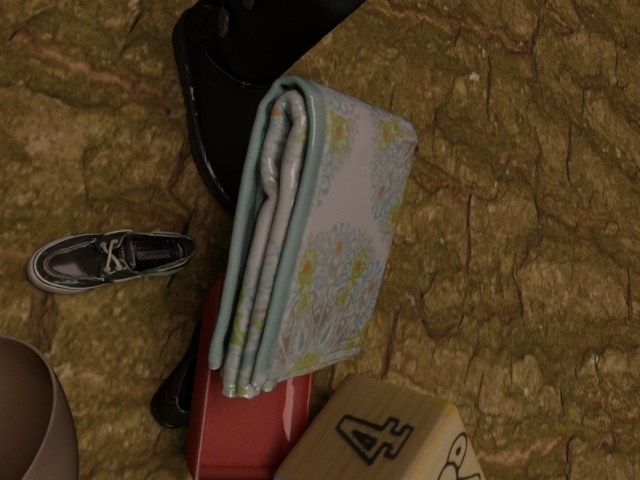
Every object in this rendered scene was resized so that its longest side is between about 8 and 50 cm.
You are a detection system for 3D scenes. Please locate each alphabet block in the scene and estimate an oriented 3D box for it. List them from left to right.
[{"bbox_3d":[0.088,0.334,0.956,0.197,0.194,0.192,-47,129,-33],"label":"alphabet block"}]

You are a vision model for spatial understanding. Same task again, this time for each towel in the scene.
[{"bbox_3d":[0.000,0.000,0.891,0.321,0.090,0.374,-1,108,-64],"label":"towel"}]

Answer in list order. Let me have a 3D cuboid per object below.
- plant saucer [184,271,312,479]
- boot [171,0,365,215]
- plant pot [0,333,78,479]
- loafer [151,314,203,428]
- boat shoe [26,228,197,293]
[{"bbox_3d":[-0.093,0.197,0.938,0.259,0.048,0.258,31,60,-57],"label":"plant saucer"},{"bbox_3d":[-0.044,-0.245,0.915,0.146,0.445,0.366,-20,88,-35],"label":"boot"},{"bbox_3d":[-0.368,0.263,0.703,0.284,0.284,0.190,-47,140,-33],"label":"plant pot"},{"bbox_3d":[-0.145,0.164,0.957,0.080,0.078,0.220,39,60,-18],"label":"loafer"},{"bbox_3d":[-0.274,0.019,0.922,0.220,0.070,0.077,-9,81,-34],"label":"boat shoe"}]
